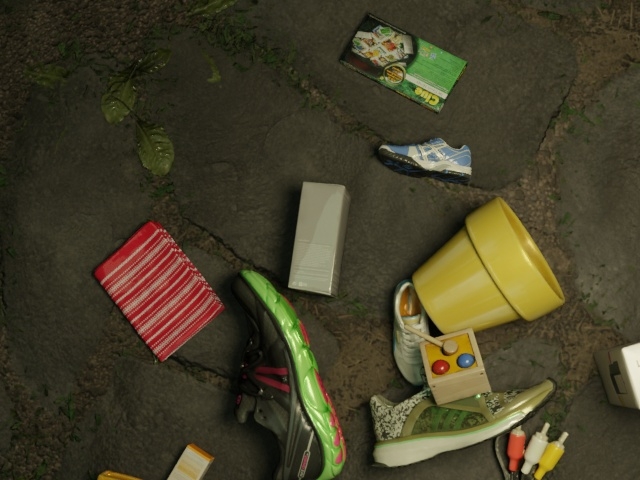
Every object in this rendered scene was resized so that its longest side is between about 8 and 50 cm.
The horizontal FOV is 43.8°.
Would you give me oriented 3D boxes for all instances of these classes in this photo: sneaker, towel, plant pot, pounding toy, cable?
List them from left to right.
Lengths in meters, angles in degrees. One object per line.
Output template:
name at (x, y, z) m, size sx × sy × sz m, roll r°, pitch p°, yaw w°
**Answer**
towel at (-0.375, 0.112, 1.830) m, size 0.199 × 0.031 × 0.275 m, roll -41°, pitch 78°, yaw 1°
sneaker at (-0.106, 0.287, 1.684) m, size 0.202 × 0.185 × 0.482 m, roll -21°, pitch 77°, yaw 1°
sneaker at (0.192, 0.197, 1.698) m, size 0.088 × 0.092 × 0.228 m, roll -8°, pitch 84°, yaw 6°
sneaker at (0.233, -0.185, 1.769) m, size 0.211 × 0.080 × 0.081 m, roll 12°, pitch 76°, yaw 1°
pounding toy at (0.248, 0.230, 1.570) m, size 0.130 × 0.100 × 0.141 m, roll -17°, pitch 40°, yaw 9°
sneaker at (0.266, 0.327, 1.606) m, size 0.411 × 0.158 × 0.182 m, roll -23°, pitch 76°, yaw 17°
plant pot at (0.329, 0.076, 1.632) m, size 0.239 × 0.254 × 0.254 m, roll -32°, pitch 77°, yaw 17°
cable at (0.401, 0.503, 1.628) m, size 0.140 × 0.072 × 0.287 m, roll 16°, pitch 84°, yaw 16°

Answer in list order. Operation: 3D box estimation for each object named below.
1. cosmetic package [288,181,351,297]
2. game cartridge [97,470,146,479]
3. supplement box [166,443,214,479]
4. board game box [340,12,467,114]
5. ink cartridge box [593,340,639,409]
cosmetic package at (0.000, 0.000, 1.744) m, size 0.107 × 0.127 × 0.237 m, roll 9°, pitch 84°, yaw 10°
game cartridge at (-0.370, 0.686, 1.711) m, size 0.286 × 0.053 × 0.323 m, roll 12°, pitch 92°, yaw 10°
supplement box at (-0.287, 0.505, 1.749) m, size 0.062 × 0.036 × 0.098 m, roll 31°, pitch 87°, yaw 11°
board game box at (0.191, -0.408, 1.831) m, size 0.260 × 0.030 × 0.136 m, roll 31°, pitch 84°, yaw 12°
ink cartridge box at (0.657, 0.235, 1.488) m, size 0.207 × 0.353 × 0.119 m, roll -15°, pitch 79°, yaw 6°
